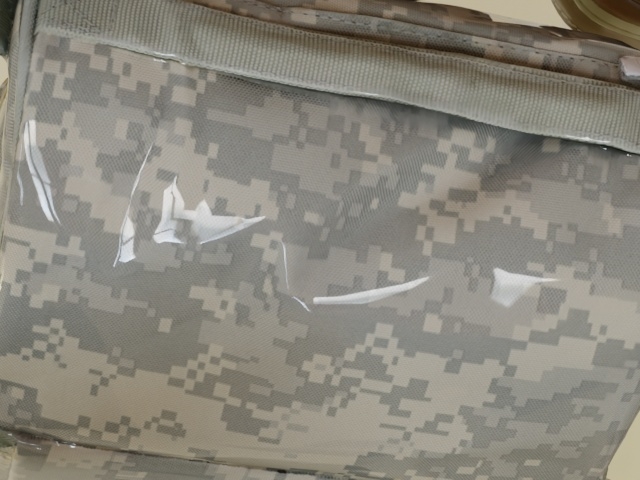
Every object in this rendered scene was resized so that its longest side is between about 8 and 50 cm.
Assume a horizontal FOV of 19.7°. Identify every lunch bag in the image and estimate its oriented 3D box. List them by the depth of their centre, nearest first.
[{"bbox_3d":[0.000,0.000,0.773,0.305,0.256,0.212,11,-122,-9],"label":"lunch bag"}]

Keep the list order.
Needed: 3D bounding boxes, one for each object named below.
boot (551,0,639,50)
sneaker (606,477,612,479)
[{"bbox_3d":[0.155,-0.089,0.957,0.213,0.165,0.077,-1,-116,-44],"label":"boot"},{"bbox_3d":[0.231,0.280,1.507,0.169,0.108,0.292,-42,-134,-16],"label":"sneaker"}]
